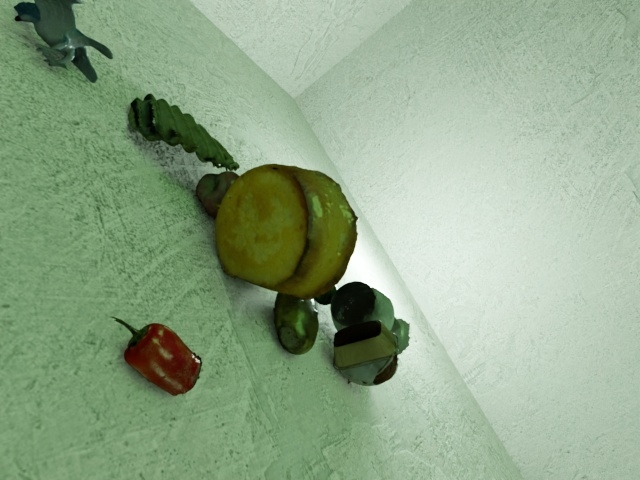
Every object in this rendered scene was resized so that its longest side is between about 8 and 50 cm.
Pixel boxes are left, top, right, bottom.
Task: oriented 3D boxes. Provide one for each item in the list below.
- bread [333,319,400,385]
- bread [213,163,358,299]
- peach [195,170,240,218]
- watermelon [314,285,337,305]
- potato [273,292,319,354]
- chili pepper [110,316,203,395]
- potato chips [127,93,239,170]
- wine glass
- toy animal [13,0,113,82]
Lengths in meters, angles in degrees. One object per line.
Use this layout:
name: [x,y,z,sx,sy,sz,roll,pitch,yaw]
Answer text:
bread: [0.153,0.371,1.480,0.142,0.224,0.212,-83,151,-59]
bread: [-0.093,-0.028,1.234,0.215,0.398,0.398,7,50,-57]
peach: [-0.292,-0.141,1.367,0.152,0.152,0.152,49,17,-20]
watermelon: [0.017,0.184,1.661,0.109,0.109,0.109,49,17,-20]
potato: [-0.069,0.223,1.312,0.149,0.113,0.251,44,19,-30]
chili pepper: [-0.293,0.188,0.786,0.192,0.084,0.086,52,-1,-29]
potato chips: [-0.419,-0.334,1.409,0.358,0.070,0.429,26,17,-36]
wine glass: [0.176,0.291,1.651,0.323,0.237,0.238,47,16,-51]
toy animal: [-0.627,-0.510,1.097,0.255,0.239,0.177,9,66,-11]
